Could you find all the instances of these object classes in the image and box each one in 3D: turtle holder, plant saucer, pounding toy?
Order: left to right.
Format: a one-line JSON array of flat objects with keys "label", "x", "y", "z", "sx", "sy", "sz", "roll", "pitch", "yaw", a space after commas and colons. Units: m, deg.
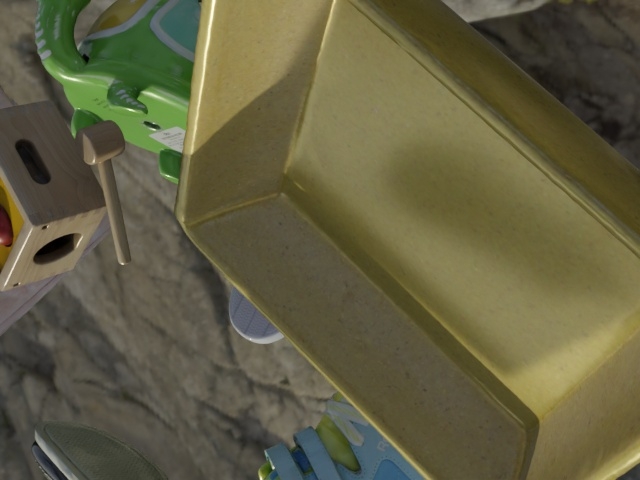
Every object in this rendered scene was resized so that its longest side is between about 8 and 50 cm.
[{"label": "pounding toy", "x": -0.256, "y": -0.039, "z": 0.977, "sx": 0.181, "sy": 0.094, "sz": 0.206, "roll": 58, "pitch": 140, "yaw": 15}, {"label": "turtle holder", "x": -0.234, "y": -0.237, "z": 1.441, "sx": 0.243, "sy": 0.320, "sz": 0.227, "roll": 117, "pitch": 171, "yaw": -73}, {"label": "plant saucer", "x": 0.062, "y": -0.002, "z": 0.614, "sx": 0.333, "sy": 0.081, "sz": 0.333, "roll": 44, "pitch": 152, "yaw": 14}]

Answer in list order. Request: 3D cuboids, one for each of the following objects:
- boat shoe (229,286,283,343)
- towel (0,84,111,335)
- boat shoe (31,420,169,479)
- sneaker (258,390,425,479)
[{"label": "boat shoe", "x": 0.000, "y": 0.000, "z": 1.422, "sx": 0.121, "sy": 0.335, "sz": 0.119, "roll": 30, "pitch": 168, "yaw": 16}, {"label": "towel", "x": -0.430, "y": -0.039, "z": 1.116, "sx": 0.332, "sy": 0.317, "sz": 0.053, "roll": 48, "pitch": 159, "yaw": -15}, {"label": "boat shoe", "x": -0.134, "y": 0.207, "z": 0.742, "sx": 0.233, "sy": 0.084, "sz": 0.079, "roll": 33, "pitch": 104, "yaw": 31}, {"label": "sneaker", "x": 0.031, "y": 0.146, "z": 0.899, "sx": 0.127, "sy": 0.208, "sz": 0.319, "roll": -162, "pitch": 64, "yaw": -77}]
